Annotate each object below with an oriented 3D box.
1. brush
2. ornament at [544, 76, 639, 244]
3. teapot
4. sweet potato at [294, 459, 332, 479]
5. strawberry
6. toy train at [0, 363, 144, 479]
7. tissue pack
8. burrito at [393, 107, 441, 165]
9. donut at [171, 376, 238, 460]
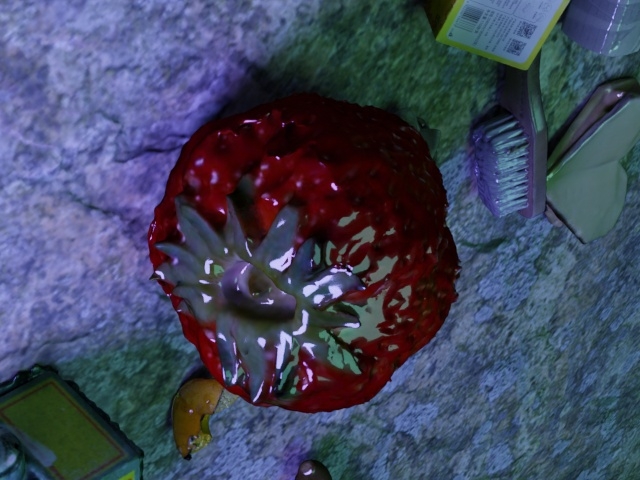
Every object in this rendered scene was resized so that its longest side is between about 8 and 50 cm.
[{"bbox_3d":[0.187,-0.137,1.152,0.065,0.070,0.327,-25,139,-14],"label":"brush"},{"bbox_3d":[0.308,-0.087,1.341,0.180,0.059,0.201,-17,132,-36],"label":"ornament"},{"bbox_3d":[0.312,-0.276,1.107,0.077,0.107,0.200,-16,134,-34],"label":"teapot"},{"bbox_3d":[-0.007,0.331,1.395,0.077,0.077,0.243,-33,135,-22],"label":"sweet potato"},{"bbox_3d":[0.000,0.000,0.945,0.277,0.257,0.257,-24,142,-57],"label":"strawberry"},{"bbox_3d":[-0.249,0.249,0.970,0.188,0.159,0.271,-28,141,-37],"label":"toy train"},{"bbox_3d":[0.170,-0.241,0.972,0.095,0.062,0.176,14,126,-19],"label":"tissue pack"},{"bbox_3d":[0.041,-0.001,1.125,0.082,0.059,0.275,12,115,-36],"label":"burrito"},{"bbox_3d":[-0.111,0.172,1.126,0.038,0.067,0.083,-11,100,-64],"label":"donut"}]
